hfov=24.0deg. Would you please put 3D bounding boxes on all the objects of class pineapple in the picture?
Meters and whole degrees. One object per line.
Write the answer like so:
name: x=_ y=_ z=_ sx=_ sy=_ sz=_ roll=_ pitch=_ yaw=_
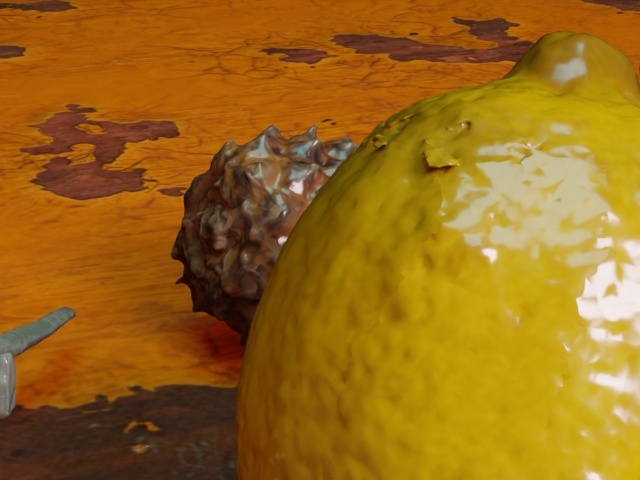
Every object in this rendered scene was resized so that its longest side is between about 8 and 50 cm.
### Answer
pineapple: x=0.000 y=0.000 z=1.051 sx=0.193 sy=0.166 sz=0.166 roll=7 pitch=14 yaw=-36

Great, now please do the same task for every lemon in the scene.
lemon: x=0.088 y=0.062 z=0.680 sx=0.245 sy=0.320 sz=0.245 roll=14 pitch=0 yaw=0

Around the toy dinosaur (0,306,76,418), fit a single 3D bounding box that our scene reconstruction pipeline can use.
toy dinosaur: x=-0.246 y=0.099 z=0.854 sx=0.205 sy=0.092 sz=0.393 roll=3 pitch=29 yaw=21
